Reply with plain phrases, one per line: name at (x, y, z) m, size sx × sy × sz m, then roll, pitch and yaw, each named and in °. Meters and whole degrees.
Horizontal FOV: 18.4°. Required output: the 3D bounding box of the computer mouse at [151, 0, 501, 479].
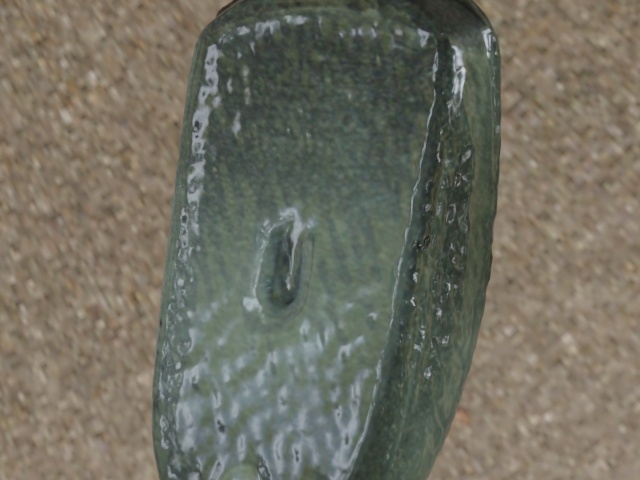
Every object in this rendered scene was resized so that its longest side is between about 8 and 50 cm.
computer mouse at (0.002, 0.003, 0.664) m, size 0.068 × 0.113 × 0.229 m, roll 24°, pitch 74°, yaw -63°
